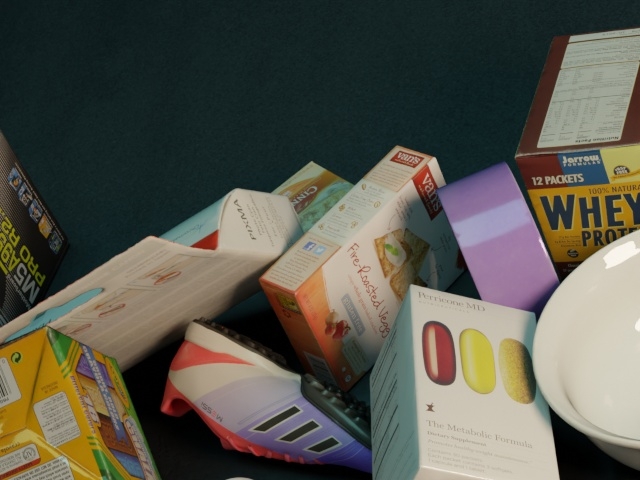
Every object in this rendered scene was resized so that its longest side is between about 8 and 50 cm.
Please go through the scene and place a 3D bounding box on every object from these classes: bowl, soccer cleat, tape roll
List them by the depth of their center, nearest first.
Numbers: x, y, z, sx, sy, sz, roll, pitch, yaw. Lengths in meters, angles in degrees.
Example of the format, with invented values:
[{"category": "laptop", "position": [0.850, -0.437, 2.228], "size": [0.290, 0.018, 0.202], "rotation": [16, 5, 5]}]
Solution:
[{"category": "bowl", "position": [0.357, 0.120, 1.574], "size": [0.297, 0.134, 0.298], "rotation": [-16, 37, 13]}, {"category": "tape roll", "position": [0.190, 0.019, 1.751], "size": [0.080, 0.189, 0.189], "rotation": [-23, 36, 5]}, {"category": "soccer cleat", "position": [-0.041, 0.188, 1.775], "size": [0.318, 0.108, 0.116], "rotation": [26, 88, 38]}]

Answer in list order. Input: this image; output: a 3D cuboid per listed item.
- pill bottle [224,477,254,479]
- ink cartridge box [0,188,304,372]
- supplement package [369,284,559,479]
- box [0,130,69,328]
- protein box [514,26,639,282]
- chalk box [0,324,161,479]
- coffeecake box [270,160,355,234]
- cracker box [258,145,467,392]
[{"category": "pill bottle", "position": [-0.055, 0.304, 1.632], "size": [0.087, 0.087, 0.160], "rotation": [-34, 37, -11]}, {"category": "ink cartridge box", "position": [-0.217, 0.047, 1.782], "size": [0.308, 0.385, 0.091], "rotation": [-30, 75, 19]}, {"category": "supplement package", "position": [0.129, 0.179, 1.595], "size": [0.139, 0.134, 0.244], "rotation": [13, 38, -11]}, {"category": "box", "position": [-0.427, -0.018, 2.095], "size": [0.060, 0.270, 0.216], "rotation": [-8, 39, 24]}, {"category": "protein box", "position": [0.316, -0.086, 1.794], "size": [0.136, 0.200, 0.201], "rotation": [-4, 42, 27]}, {"category": "chalk box", "position": [-0.281, 0.222, 1.747], "size": [0.180, 0.289, 0.179], "rotation": [-25, 74, 5]}, {"category": "coffeecake box", "position": [0.000, 0.000, 1.988], "size": [0.142, 0.068, 0.185], "rotation": [-38, 39, -17]}, {"category": "cracker box", "position": [0.056, 0.030, 1.844], "size": [0.067, 0.156, 0.232], "rotation": [20, 56, 44]}]
